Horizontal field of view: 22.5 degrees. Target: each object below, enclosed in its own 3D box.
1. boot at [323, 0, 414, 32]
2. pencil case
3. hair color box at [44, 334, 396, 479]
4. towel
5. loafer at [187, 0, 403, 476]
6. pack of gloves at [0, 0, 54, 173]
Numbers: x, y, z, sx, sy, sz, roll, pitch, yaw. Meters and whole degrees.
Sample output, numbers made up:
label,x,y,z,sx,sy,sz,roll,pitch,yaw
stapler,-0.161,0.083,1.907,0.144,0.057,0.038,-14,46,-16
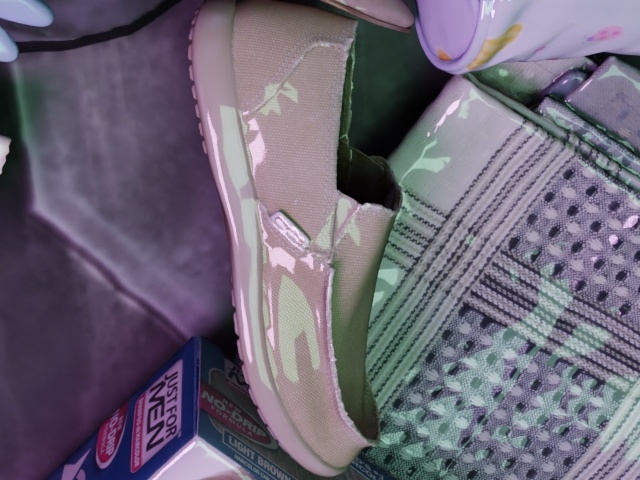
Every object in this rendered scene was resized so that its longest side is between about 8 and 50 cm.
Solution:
label,x,y,z,sx,sy,sz,roll,pitch,yaw
boot,0.010,-0.165,0.807,0.118,0.042,0.087,20,104,-19
pencil case,0.182,-0.146,0.834,0.273,0.124,0.113,-4,117,-15
hair color box,-0.122,0.236,0.944,0.174,0.105,0.347,38,110,-21
towel,0.137,0.064,0.952,0.312,0.056,0.324,33,106,-16
loafer,0.000,0.000,0.841,0.092,0.102,0.268,-9,110,11
pack of gloves,-0.252,-0.107,0.772,0.232,0.046,0.195,20,113,-17
